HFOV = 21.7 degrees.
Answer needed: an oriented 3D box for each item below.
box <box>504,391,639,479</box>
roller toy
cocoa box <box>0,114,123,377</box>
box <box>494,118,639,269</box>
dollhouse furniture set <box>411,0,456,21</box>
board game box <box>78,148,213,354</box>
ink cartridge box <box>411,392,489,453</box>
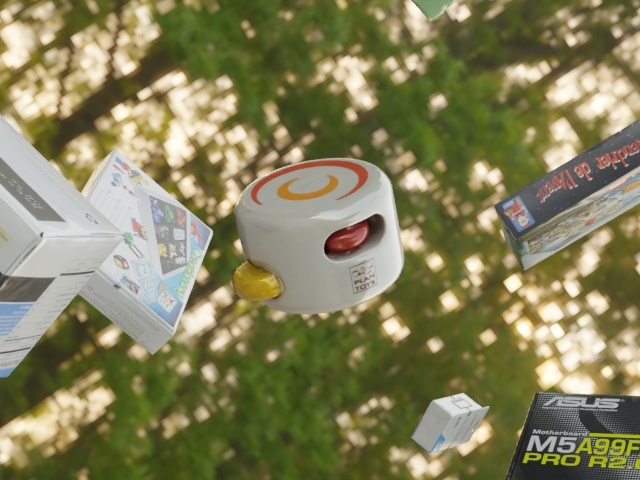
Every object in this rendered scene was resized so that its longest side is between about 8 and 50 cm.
[{"bbox_3d":[0.338,0.246,1.755,0.270,0.216,0.060,1,-60,20],"label":"box"},{"bbox_3d":[0.000,0.000,2.019,0.209,0.191,0.146,-61,144,-60],"label":"roller toy"},{"bbox_3d":[-0.441,-0.035,1.838,0.347,0.228,0.231,43,11,13],"label":"cocoa box"},{"bbox_3d":[0.293,-0.060,1.711,0.044,0.233,0.159,60,2,16],"label":"box"},{"bbox_3d":[0.139,-0.363,2.271,0.152,0.076,0.058,45,11,-23],"label":"dollhouse furniture set"},{"bbox_3d":[-0.258,0.009,2.304,0.193,0.053,0.305,41,24,-13],"label":"board game box"},{"bbox_3d":[0.131,0.183,1.683,0.028,0.048,0.083,38,20,26],"label":"ink cartridge box"}]
